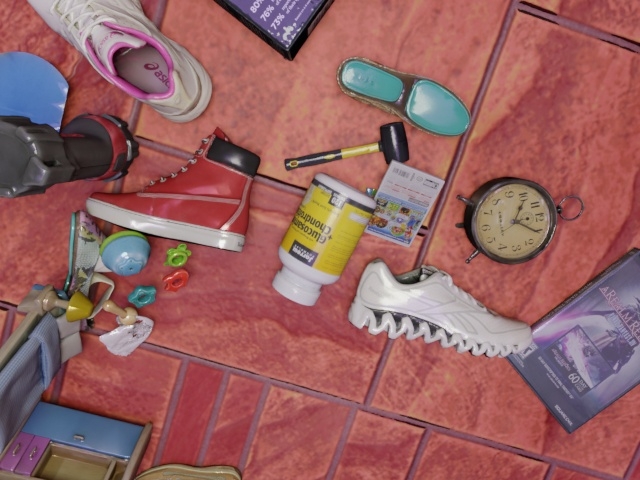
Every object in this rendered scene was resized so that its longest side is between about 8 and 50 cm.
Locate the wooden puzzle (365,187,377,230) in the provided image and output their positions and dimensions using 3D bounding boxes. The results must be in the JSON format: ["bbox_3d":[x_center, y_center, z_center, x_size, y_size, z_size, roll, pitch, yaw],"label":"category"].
[{"bbox_3d":[0.091,-0.055,0.807,0.049,0.006,0.083,11,101,-4],"label":"wooden puzzle"}]

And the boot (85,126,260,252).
[{"bbox_3d":[-0.216,-0.089,0.764,0.244,0.088,0.176,10,85,6],"label":"boot"}]

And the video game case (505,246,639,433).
[{"bbox_3d":[0.466,0.171,0.855,0.274,0.026,0.196,-40,100,7],"label":"video game case"}]

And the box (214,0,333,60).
[{"bbox_3d":[-0.078,-0.370,0.686,0.207,0.108,0.153,38,99,-8],"label":"box"}]

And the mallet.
[{"bbox_3d":[0.038,-0.141,0.776,0.189,0.039,0.062,-3,103,3],"label":"mallet"}]

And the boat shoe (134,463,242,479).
[{"bbox_3d":[-0.230,0.420,0.863,0.189,0.072,0.068,-7,102,0],"label":"boat shoe"}]

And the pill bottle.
[{"bbox_3d":[0.000,0.000,0.767,0.103,0.103,0.184,26,99,-6],"label":"pill bottle"}]

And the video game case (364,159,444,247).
[{"bbox_3d":[0.123,-0.054,0.786,0.087,0.011,0.122,19,116,-11],"label":"video game case"}]

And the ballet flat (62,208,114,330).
[{"bbox_3d":[-0.350,0.051,0.777,0.079,0.077,0.222,11,120,-25],"label":"ballet flat"}]

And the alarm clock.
[{"bbox_3d":[0.307,-0.035,0.787,0.191,0.064,0.130,-10,102,3],"label":"alarm clock"}]

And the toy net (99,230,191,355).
[{"bbox_3d":[-0.274,0.085,0.785,0.122,0.045,0.232,-5,134,-34],"label":"toy net"}]

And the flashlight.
[{"bbox_3d":[-0.320,-0.113,0.633,0.103,0.304,0.103,-22,100,4],"label":"flashlight"}]

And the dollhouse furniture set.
[{"bbox_3d":[-0.357,0.261,0.695,0.198,0.286,0.303,15,125,-4],"label":"dollhouse furniture set"}]

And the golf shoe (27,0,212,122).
[{"bbox_3d":[-0.282,-0.282,0.685,0.306,0.140,0.115,37,100,-7],"label":"golf shoe"}]

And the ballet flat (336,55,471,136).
[{"bbox_3d":[0.120,-0.210,0.745,0.206,0.067,0.073,24,104,-9],"label":"ballet flat"}]

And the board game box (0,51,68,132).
[{"bbox_3d":[-0.437,-0.187,0.755,0.133,0.033,0.169,15,96,1],"label":"board game box"}]

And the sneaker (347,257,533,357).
[{"bbox_3d":[0.194,0.105,0.798,0.292,0.110,0.118,12,92,-4],"label":"sneaker"}]
